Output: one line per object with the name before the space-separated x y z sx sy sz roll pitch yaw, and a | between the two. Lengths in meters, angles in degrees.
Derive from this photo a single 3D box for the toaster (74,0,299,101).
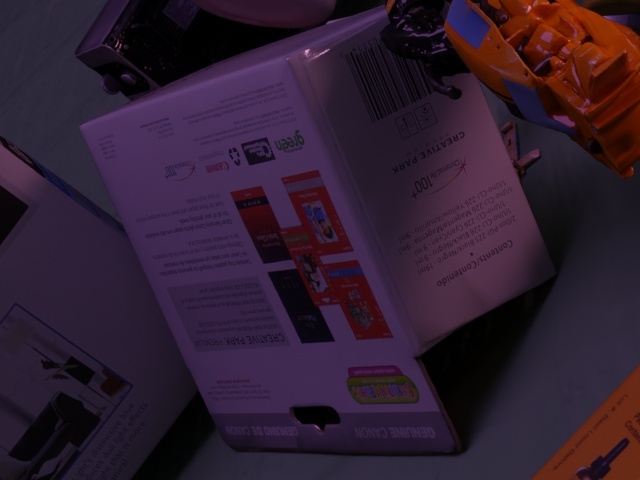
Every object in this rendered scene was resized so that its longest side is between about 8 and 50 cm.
toaster | -0.128 -0.202 1.792 0.110 0.168 0.185 -10 47 58

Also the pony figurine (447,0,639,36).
pony figurine | 0.185 -0.318 1.244 0.351 0.303 0.363 -6 78 46

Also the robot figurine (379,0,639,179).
robot figurine | 0.144 -0.153 1.007 0.211 0.085 0.291 -35 37 -4

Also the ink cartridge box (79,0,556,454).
ink cartridge box | 0.000 0.000 1.250 0.130 0.272 0.309 -28 11 -30

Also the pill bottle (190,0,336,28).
pill bottle | -0.038 -0.350 1.710 0.152 0.152 0.272 -11 66 57

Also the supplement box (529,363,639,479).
supplement box | 0.122 0.170 0.903 0.233 0.080 0.078 -50 24 8

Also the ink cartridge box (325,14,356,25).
ink cartridge box | -0.035 -0.112 1.639 0.181 0.056 0.225 -58 26 -16

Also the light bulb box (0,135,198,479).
light bulb box | -0.307 0.018 1.481 0.225 0.361 0.358 -53 23 -3

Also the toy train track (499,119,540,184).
toy train track | 0.134 -0.062 1.302 0.048 0.014 0.083 -39 25 27
